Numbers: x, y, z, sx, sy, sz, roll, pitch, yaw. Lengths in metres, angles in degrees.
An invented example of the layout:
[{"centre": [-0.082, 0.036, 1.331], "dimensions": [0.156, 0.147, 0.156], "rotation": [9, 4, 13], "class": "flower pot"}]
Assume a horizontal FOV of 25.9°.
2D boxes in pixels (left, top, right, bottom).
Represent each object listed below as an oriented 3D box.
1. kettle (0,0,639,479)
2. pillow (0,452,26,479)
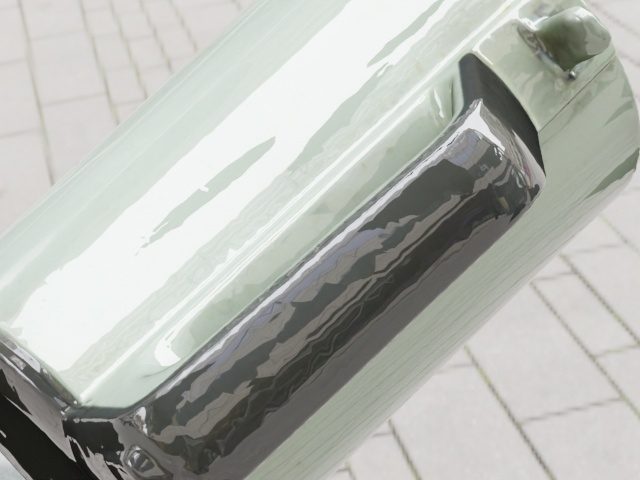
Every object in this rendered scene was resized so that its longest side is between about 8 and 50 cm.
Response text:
[{"centre": [0.000, 0.000, 0.770], "dimensions": [0.376, 0.250, 0.361], "rotation": [-44, 15, -22], "class": "kettle"}, {"centre": [-0.270, 0.276, 1.154], "dimensions": [0.186, 0.250, 0.106], "rotation": [-30, 9, -34], "class": "pillow"}]
